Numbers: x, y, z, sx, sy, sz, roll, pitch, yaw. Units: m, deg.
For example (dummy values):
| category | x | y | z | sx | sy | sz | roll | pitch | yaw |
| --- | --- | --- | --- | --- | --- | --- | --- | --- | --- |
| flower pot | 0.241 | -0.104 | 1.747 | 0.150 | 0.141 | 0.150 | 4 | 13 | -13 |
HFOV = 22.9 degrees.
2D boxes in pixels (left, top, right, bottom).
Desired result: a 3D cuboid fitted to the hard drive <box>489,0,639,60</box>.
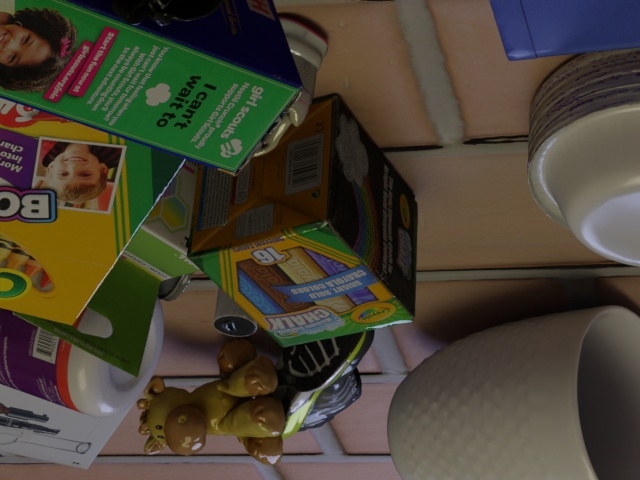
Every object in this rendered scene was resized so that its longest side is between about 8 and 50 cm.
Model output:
| category | x | y | z | sx | sy | sz | roll | pitch | yaw |
| --- | --- | --- | --- | --- | --- | --- | --- | --- | --- |
| hard drive | 0.314 | -0.259 | 1.477 | 0.319 | 0.040 | 0.210 | -4 | 147 | 17 |

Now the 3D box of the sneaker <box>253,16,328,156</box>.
| category | x | y | z | sx | sy | sz | roll | pitch | yaw |
| --- | --- | --- | --- | --- | --- | --- | --- | --- | --- |
| sneaker | -0.100 | -0.139 | 1.682 | 0.103 | 0.111 | 0.252 | 28 | 143 | -31 |

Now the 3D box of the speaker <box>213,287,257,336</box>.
| category | x | y | z | sx | sy | sz | roll | pitch | yaw |
| --- | --- | --- | --- | --- | --- | --- | --- | --- | --- |
| speaker | -0.099 | 0.050 | 1.970 | 0.055 | 0.136 | 0.055 | 5 | 148 | 3 |

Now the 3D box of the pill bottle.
| category | x | y | z | sx | sy | sz | roll | pitch | yaw |
| --- | --- | --- | --- | --- | --- | --- | --- | --- | --- |
| pill bottle | -0.373 | 0.100 | 2.015 | 0.323 | 0.181 | 0.181 | 16 | 154 | 24 |

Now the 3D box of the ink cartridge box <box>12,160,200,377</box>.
| category | x | y | z | sx | sy | sz | roll | pitch | yaw |
| --- | --- | --- | --- | --- | --- | --- | --- | --- | --- |
| ink cartridge box | -0.216 | 0.000 | 1.784 | 0.097 | 0.255 | 0.189 | -16 | 142 | 43 |

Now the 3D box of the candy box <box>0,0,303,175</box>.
| category | x | y | z | sx | sy | sz | roll | pitch | yaw |
| --- | --- | --- | --- | --- | --- | --- | --- | --- | --- |
| candy box | -0.195 | -0.223 | 1.344 | 0.317 | 0.268 | 0.122 | 16 | 129 | -35 |

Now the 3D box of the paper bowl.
| category | x | y | z | sx | sy | sz | roll | pitch | yaw |
| --- | --- | --- | --- | --- | --- | --- | --- | --- | --- |
| paper bowl | 0.361 | -0.075 | 1.672 | 0.284 | 0.148 | 0.284 | 5 | 150 | 3 |

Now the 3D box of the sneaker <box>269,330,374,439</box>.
| category | x | y | z | sx | sy | sz | roll | pitch | yaw |
| --- | --- | --- | --- | --- | --- | --- | --- | --- | --- |
| sneaker | 0.010 | 0.178 | 2.216 | 0.121 | 0.111 | 0.300 | -6 | 152 | -31 |

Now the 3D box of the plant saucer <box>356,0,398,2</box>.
| category | x | y | z | sx | sy | sz | roll | pitch | yaw |
| --- | --- | --- | --- | --- | --- | --- | --- | --- | --- |
| plant saucer | 0.048 | -0.288 | 1.489 | 0.169 | 0.029 | 0.168 | 4 | 149 | 2 |

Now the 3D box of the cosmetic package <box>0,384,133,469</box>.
| category | x | y | z | sx | sy | sz | roll | pitch | yaw |
| --- | --- | --- | --- | --- | --- | --- | --- | --- | --- |
| cosmetic package | -0.430 | 0.209 | 2.337 | 0.285 | 0.097 | 0.377 | 13 | 148 | -16 |

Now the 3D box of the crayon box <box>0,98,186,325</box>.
| category | x | y | z | sx | sy | sz | roll | pitch | yaw |
| --- | --- | --- | --- | --- | --- | --- | --- | --- | --- |
| crayon box | -0.339 | -0.087 | 1.510 | 0.363 | 0.106 | 0.313 | 17 | 131 | -26 |

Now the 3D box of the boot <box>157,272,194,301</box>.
| category | x | y | z | sx | sy | sz | roll | pitch | yaw |
| --- | --- | --- | --- | --- | --- | --- | --- | --- | --- |
| boot | -0.250 | -0.010 | 1.960 | 0.209 | 0.076 | 0.189 | 12 | 136 | -21 |

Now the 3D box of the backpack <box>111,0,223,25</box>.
| category | x | y | z | sx | sy | sz | roll | pitch | yaw |
| --- | --- | --- | --- | --- | --- | --- | --- | --- | --- |
| backpack | -0.091 | -0.349 | 1.213 | 0.263 | 0.276 | 0.213 | -23 | 145 | 7 |

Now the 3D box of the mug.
| category | x | y | z | sx | sy | sz | roll | pitch | yaw |
| --- | --- | --- | --- | --- | --- | --- | --- | --- | --- |
| mug | 0.296 | 0.241 | 2.130 | 0.328 | 0.276 | 0.374 | -13 | 175 | 38 |

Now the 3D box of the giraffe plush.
| category | x | y | z | sx | sy | sz | roll | pitch | yaw |
| --- | --- | --- | --- | --- | --- | --- | --- | --- | --- |
| giraffe plush | -0.167 | 0.240 | 2.231 | 0.171 | 0.181 | 0.210 | -12 | -174 | -25 |

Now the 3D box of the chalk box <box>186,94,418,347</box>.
| category | x | y | z | sx | sy | sz | roll | pitch | yaw |
| --- | --- | --- | --- | --- | --- | --- | --- | --- | --- |
| chalk box | 0.000 | 0.000 | 1.823 | 0.179 | 0.180 | 0.289 | -13 | 143 | 23 |
